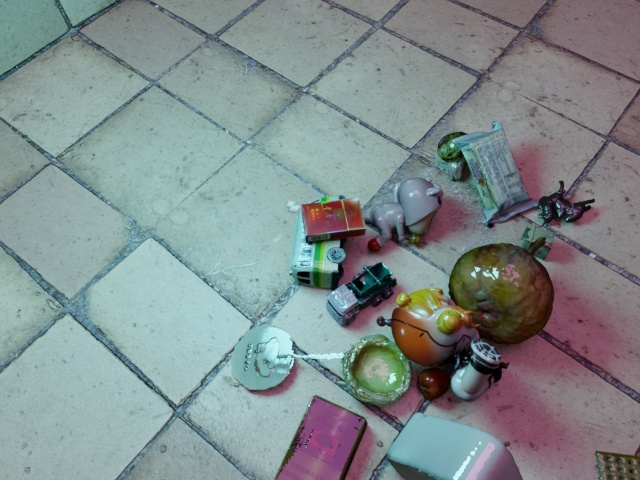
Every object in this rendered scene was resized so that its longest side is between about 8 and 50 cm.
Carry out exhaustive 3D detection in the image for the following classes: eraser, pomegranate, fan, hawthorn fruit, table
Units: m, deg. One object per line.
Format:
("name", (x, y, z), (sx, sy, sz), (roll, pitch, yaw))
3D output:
("eraser", (0.306, 0.535, 1.235), (0.331, 0.331, 0.150), (33, 65, 19))
("pomegranate", (0.464, -0.290, 1.754), (0.138, 0.125, 0.163), (5, 65, -37))
("fan", (-0.096, 0.319, 1.445), (0.329, 0.009, 0.190), (-2, 58, 15))
("hawthorn fruit", (0.309, 0.379, 1.405), (0.093, 0.081, 0.081), (-17, 59, -29))
("table", (0.658, 0.007, 1.604), (0.083, 0.079, 0.062), (19, 61, 14))

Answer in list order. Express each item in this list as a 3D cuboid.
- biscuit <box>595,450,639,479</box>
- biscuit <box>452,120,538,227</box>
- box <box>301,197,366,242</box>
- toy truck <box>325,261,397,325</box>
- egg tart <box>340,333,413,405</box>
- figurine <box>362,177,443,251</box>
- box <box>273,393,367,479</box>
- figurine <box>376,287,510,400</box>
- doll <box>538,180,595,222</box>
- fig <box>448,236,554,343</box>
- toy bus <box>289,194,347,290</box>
("biscuit", (0.753, 0.641, 1.273), (0.139, 0.016, 0.231), (6, 61, 4))
("biscuit", (0.558, -0.215, 1.681), (0.186, 0.079, 0.309), (-25, 94, -10))
("box", (0.036, -0.059, 1.525), (0.175, 0.048, 0.112), (-8, 61, -5))
("toy truck", (0.118, 0.142, 1.520), (0.216, 0.116, 0.110), (-33, 65, -16))
("egg tart", (0.152, 0.356, 1.419), (0.197, 0.078, 0.197), (-1, 62, 2))
("figurine", (0.257, -0.079, 1.646), (0.287, 0.176, 0.186), (-29, 104, 3))
("box", (0.002, 0.534, 1.327), (0.159, 0.071, 0.240), (21, 64, 16))
("figurine", (0.312, 0.253, 1.353), (0.196, 0.320, 0.323), (-44, 58, -5))
("doll", (0.775, -0.107, 1.679), (0.139, 0.057, 0.165), (40, 69, 20))
("fig", (0.545, 0.107, 1.464), (0.369, 0.286, 0.286), (-33, 63, -31))
("toy bus", (0.000, 0.000, 1.595), (0.165, 0.133, 0.276), (4, 59, 2))
